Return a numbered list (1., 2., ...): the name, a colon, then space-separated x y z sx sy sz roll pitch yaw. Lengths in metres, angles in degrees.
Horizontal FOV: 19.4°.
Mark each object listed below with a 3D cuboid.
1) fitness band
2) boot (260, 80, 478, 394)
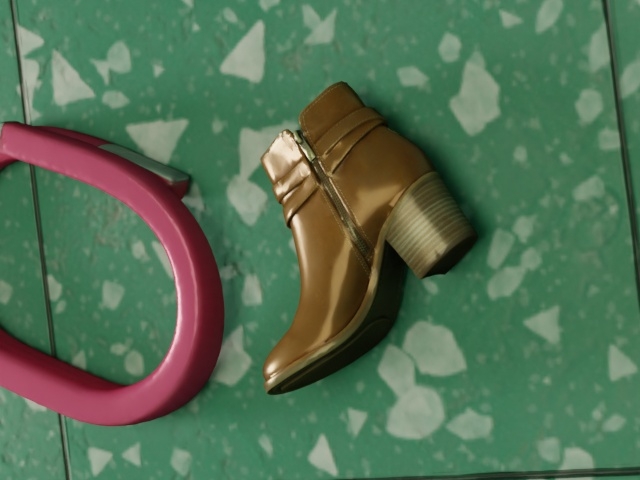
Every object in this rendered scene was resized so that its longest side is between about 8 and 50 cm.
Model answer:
1. fitness band: -0.195 0.025 1.441 0.291 0.054 0.209 21 104 30
2. boot: 0.000 0.000 1.311 0.197 0.073 0.152 -43 72 13
